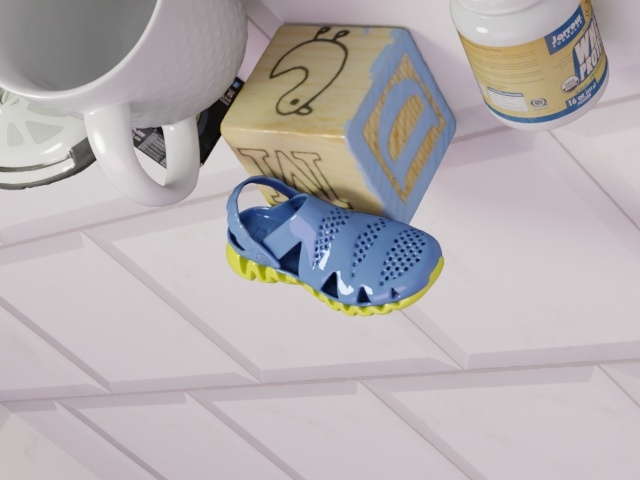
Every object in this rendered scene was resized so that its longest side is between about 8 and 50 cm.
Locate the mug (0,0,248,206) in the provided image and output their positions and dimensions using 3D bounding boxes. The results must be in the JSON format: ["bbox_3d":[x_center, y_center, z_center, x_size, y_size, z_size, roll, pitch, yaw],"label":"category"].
[{"bbox_3d":[-0.224,-0.222,1.800,0.276,0.374,0.328,-14,168,18],"label":"mug"}]

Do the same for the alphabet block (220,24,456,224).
[{"bbox_3d":[0.026,-0.142,1.918,0.197,0.192,0.193,6,144,35],"label":"alphabet block"}]

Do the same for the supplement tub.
[{"bbox_3d":[0.222,-0.229,1.630,0.144,0.144,0.200,10,148,31],"label":"supplement tub"}]

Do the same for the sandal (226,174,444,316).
[{"bbox_3d":[0.000,0.000,1.856,0.317,0.126,0.138,9,144,29],"label":"sandal"}]

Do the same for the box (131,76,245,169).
[{"bbox_3d":[-0.214,-0.197,2.090,0.180,0.147,0.077,36,152,-13],"label":"box"}]

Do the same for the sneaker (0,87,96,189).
[{"bbox_3d":[-0.462,-0.228,1.995,0.447,0.169,0.257,17,143,42],"label":"sneaker"}]
